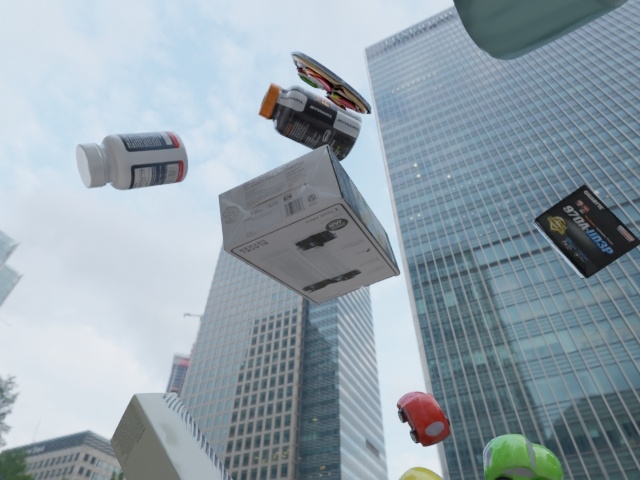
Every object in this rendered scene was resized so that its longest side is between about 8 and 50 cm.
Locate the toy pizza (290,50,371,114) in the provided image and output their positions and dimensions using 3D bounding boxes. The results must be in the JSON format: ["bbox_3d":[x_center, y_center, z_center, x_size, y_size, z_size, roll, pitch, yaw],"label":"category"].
[{"bbox_3d":[0.018,-0.311,0.843,0.201,0.201,0.032,31,-78,-25],"label":"toy pizza"}]

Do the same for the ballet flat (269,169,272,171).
[{"bbox_3d":[-0.137,-0.123,1.195,0.073,0.206,0.067,-14,-36,6],"label":"ballet flat"}]

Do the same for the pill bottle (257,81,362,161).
[{"bbox_3d":[-0.030,-0.304,1.043,0.246,0.130,0.130,21,-50,-17],"label":"pill bottle"}]

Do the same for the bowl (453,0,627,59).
[{"bbox_3d":[0.316,-0.400,0.516,0.312,0.163,0.311,-12,-69,-35],"label":"bowl"}]

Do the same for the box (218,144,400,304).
[{"bbox_3d":[0.000,0.000,0.625,0.169,0.087,0.290,-23,-30,15],"label":"box"}]

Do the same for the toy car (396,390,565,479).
[{"bbox_3d":[0.205,0.291,0.566,0.225,0.239,0.053,-5,-65,19],"label":"toy car"}]

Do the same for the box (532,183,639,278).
[{"bbox_3d":[0.764,-0.024,1.202,0.175,0.220,0.051,-37,-17,10],"label":"box"}]

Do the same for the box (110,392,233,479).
[{"bbox_3d":[-0.252,0.386,0.703,0.094,0.275,0.113,23,-83,-48],"label":"box"}]

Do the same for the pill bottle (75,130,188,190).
[{"bbox_3d":[-0.363,-0.154,0.804,0.180,0.108,0.108,-17,-32,-41],"label":"pill bottle"}]
